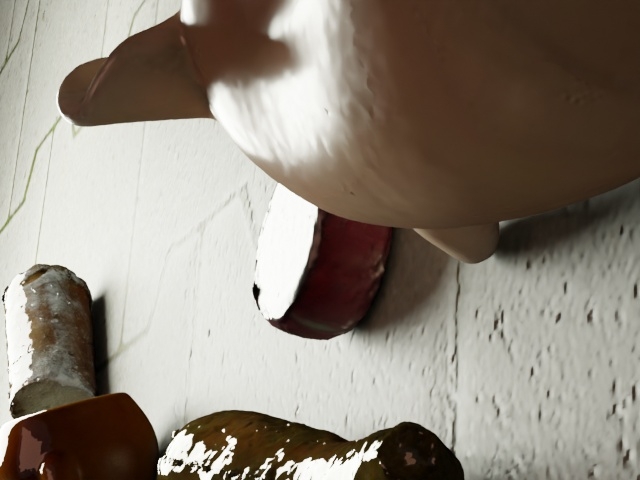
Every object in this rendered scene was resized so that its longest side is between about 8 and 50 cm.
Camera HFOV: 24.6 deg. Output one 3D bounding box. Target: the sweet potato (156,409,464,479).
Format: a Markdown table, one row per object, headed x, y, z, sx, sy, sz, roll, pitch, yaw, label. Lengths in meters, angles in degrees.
| x | y | z | sx | sy | sz | roll | pitch | yaw | label |
| --- | --- | --- | --- | --- | --- | --- | --- | --- | --- |
| -0.007 | 0.115 | 0.673 | 0.273 | 0.075 | 0.075 | -13 | 67 | 63 | sweet potato |

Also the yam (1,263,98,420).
| x | y | z | sx | sy | sz | roll | pitch | yaw | label |
| --- | --- | --- | --- | --- | --- | --- | --- | --- | --- |
| -0.223 | 0.088 | 1.209 | 0.141 | 0.079 | 0.079 | -103 | 33 | -44 | yam |

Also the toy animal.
| x | y | z | sx | sy | sz | roll | pitch | yaw | label |
| --- | --- | --- | --- | --- | --- | --- | --- | --- | --- |
| 0.048 | -0.109 | 0.499 | 0.256 | 0.195 | 0.213 | -7 | 65 | 70 | toy animal |

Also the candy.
| x | y | z | sx | sy | sz | roll | pitch | yaw | label |
| --- | --- | --- | --- | --- | --- | --- | --- | --- | --- |
| 0.000 | 0.000 | 0.750 | 0.103 | 0.043 | 0.103 | -168 | 90 | -68 | candy |

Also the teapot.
| x | y | z | sx | sy | sz | roll | pitch | yaw | label |
| --- | --- | --- | --- | --- | --- | --- | --- | --- | --- |
| -0.158 | 0.165 | 0.988 | 0.173 | 0.116 | 0.116 | 53 | -133 | -83 | teapot |
